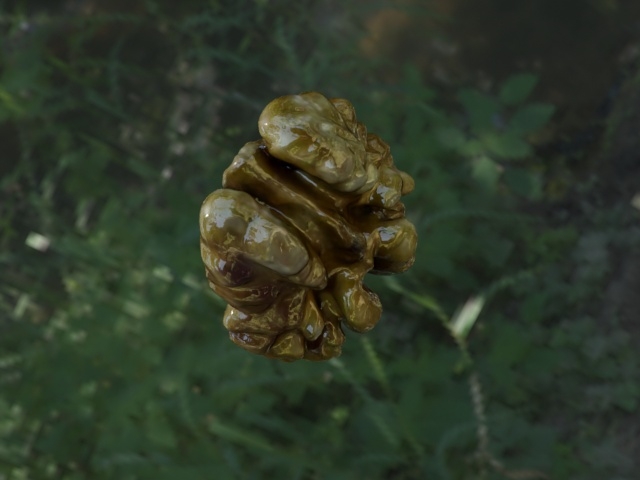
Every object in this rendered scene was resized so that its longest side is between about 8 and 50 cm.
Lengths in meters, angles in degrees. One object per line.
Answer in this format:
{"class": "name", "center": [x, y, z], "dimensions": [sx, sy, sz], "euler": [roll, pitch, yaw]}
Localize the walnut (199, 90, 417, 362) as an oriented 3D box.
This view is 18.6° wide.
{"class": "walnut", "center": [0.000, 0.000, 1.076], "dimensions": [0.069, 0.170, 0.143], "euler": [24, 78, 32]}
